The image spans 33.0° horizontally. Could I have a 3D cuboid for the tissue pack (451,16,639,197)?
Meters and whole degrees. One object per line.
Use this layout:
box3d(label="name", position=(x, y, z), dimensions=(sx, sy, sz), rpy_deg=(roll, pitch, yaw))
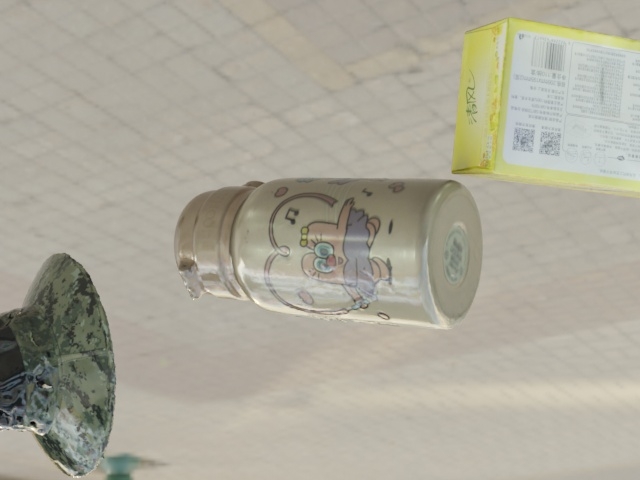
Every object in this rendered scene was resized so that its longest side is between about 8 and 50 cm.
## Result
box3d(label="tissue pack", position=(0.178, -0.079, 0.691), dimensions=(0.176, 0.095, 0.062), rpy_deg=(5, 180, -20))

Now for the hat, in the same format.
box3d(label="hat", position=(-0.344, 0.150, 1.241), dimensions=(0.128, 0.265, 0.265), rpy_deg=(-5, 163, -35))

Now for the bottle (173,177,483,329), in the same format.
box3d(label="bottle", position=(0.000, 0.000, 0.737), dimensions=(0.209, 0.110, 0.097), rpy_deg=(4, 132, 31))
